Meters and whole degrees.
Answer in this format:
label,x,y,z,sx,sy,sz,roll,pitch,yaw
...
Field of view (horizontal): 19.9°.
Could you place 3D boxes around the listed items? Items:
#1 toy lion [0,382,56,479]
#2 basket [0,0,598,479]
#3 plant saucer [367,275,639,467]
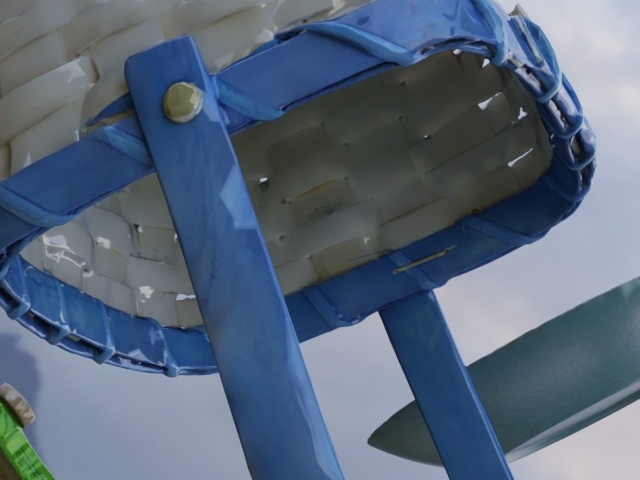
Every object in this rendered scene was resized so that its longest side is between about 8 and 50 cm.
label,x,y,z,sx,sy,sz,roll,pitch,yaw
toy lion,-0.152,0.117,0.910,0.100,0.034,0.096,57,-25,-15
basket,0.000,0.000,0.630,0.289,0.201,0.255,65,9,24
plant saucer,0.115,0.062,0.823,0.037,0.195,0.195,62,-21,13
